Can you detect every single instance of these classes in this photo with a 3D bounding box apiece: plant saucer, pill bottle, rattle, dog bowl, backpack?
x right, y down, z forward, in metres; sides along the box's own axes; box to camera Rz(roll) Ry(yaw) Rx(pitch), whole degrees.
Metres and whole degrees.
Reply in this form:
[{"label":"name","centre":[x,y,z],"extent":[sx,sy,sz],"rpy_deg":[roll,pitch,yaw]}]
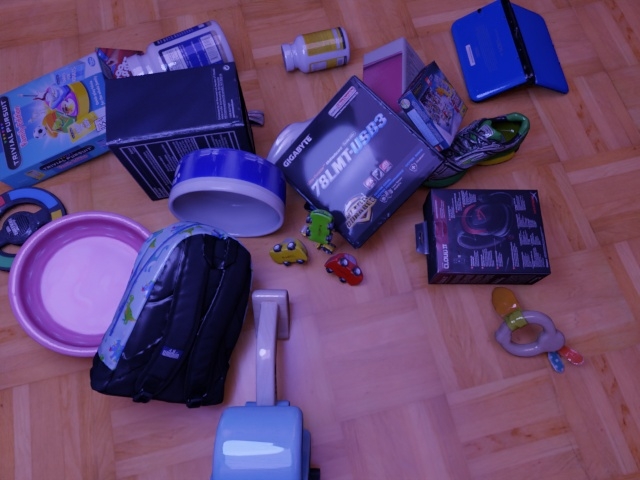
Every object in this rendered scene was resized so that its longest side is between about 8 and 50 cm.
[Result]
[{"label":"plant saucer","centre":[-0.519,0.099,1.095],"extent":[0.332,0.084,0.332],"rpy_deg":[5,75,-19]},{"label":"pill bottle","centre":[-0.015,-0.539,1.354],"extent":[0.184,0.103,0.103],"rpy_deg":[-13,71,-5]},{"label":"pill bottle","centre":[-0.382,-0.488,1.310],"extent":[0.264,0.153,0.153],"rpy_deg":[-24,72,-9]},{"label":"rattle","centre":[0.504,0.211,1.124],"extent":[0.199,0.143,0.130],"rpy_deg":[19,103,-9]},{"label":"dog bowl","centre":[-0.213,-0.103,1.113],"extent":[0.265,0.265,0.104],"rpy_deg":[3,68,1]},{"label":"backpack","centre":[-0.292,0.133,1.012],"extent":[0.290,0.273,0.355],"rpy_deg":[18,100,-35]}]

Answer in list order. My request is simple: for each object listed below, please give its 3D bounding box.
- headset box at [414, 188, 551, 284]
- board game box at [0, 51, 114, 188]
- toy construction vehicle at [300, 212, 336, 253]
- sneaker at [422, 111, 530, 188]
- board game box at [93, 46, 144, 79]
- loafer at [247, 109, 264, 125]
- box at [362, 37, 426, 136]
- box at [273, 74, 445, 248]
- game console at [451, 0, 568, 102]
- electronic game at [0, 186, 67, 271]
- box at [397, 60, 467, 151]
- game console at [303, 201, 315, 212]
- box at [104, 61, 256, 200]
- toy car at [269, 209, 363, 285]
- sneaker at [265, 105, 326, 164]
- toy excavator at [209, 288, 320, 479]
[{"label":"headset box","centre":[0.380,-0.008,1.159],"extent":[0.293,0.110,0.218],"rpy_deg":[0,70,0]},{"label":"board game box","centre":[-0.699,-0.317,1.262],"extent":[0.336,0.079,0.254],"rpy_deg":[-24,72,1]},{"label":"toy construction vehicle","centre":[0.003,-0.019,1.207],"extent":[0.098,0.035,0.086],"rpy_deg":[28,73,1]},{"label":"sneaker","centre":[0.376,-0.249,1.228],"extent":[0.343,0.146,0.134],"rpy_deg":[-24,72,-7]},{"label":"board game box","centre":[-0.605,-0.427,1.356],"extent":[0.145,0.027,0.281],"rpy_deg":[5,70,1]},{"label":"loafer","centre":[-0.218,-0.335,1.315],"extent":[0.125,0.045,0.039],"rpy_deg":[-4,77,-4]},{"label":"box","centre":[0.198,-0.380,1.254],"extent":[0.127,0.148,0.232],"rpy_deg":[-11,65,35]},{"label":"box","centre":[0.086,-0.183,1.134],"extent":[0.293,0.073,0.295],"rpy_deg":[45,99,5]},{"label":"game console","centre":[0.552,-0.538,1.395],"extent":[0.250,0.173,0.293],"rpy_deg":[-18,67,27]},{"label":"electronic game","centre":[-0.759,-0.032,1.202],"extent":[0.229,0.048,0.229],"rpy_deg":[0,71,0]},{"label":"box","centre":[0.285,-0.337,1.184],"extent":[0.159,0.044,0.233],"rpy_deg":[49,43,-13]},{"label":"game console","centre":[0.049,-0.116,1.207],"extent":[0.144,0.085,0.124],"rpy_deg":[24,108,8]},{"label":"box","centre":[-0.317,-0.253,1.149],"extent":[0.294,0.296,0.183],"rpy_deg":[-10,71,-4]},{"label":"toy car","centre":[0.000,0.000,1.108],"extent":[0.239,0.225,0.053],"rpy_deg":[15,51,6]},{"label":"sneaker","centre":[-0.006,-0.251,1.244],"extent":[0.305,0.114,0.152],"rpy_deg":[-36,73,-12]},{"label":"toy excavator","centre":[-0.107,0.354,0.952],"extent":[0.222,0.433,0.445],"rpy_deg":[1,98,1]}]
